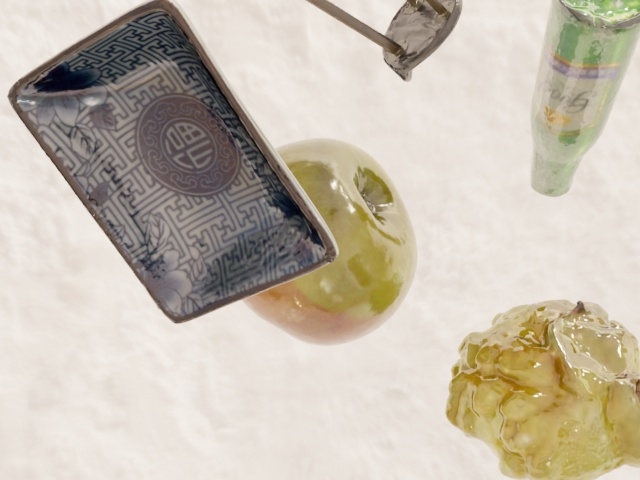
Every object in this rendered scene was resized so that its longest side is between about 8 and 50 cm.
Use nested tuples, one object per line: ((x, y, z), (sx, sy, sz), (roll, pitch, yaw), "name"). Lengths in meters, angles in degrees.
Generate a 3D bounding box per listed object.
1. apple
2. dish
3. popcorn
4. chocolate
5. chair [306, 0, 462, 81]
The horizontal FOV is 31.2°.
((0.000, 0.000, 1.312), (0.194, 0.261, 0.261), (-34, 83, 24), "apple")
((-0.106, -0.069, 0.915), (0.182, 0.080, 0.243), (-23, 110, 30), "dish")
((0.275, 0.165, 1.290), (0.266, 0.233, 0.192), (14, 115, 22), "popcorn")
((0.288, -0.165, 1.303), (0.110, 0.291, 0.110), (2, 50, -2), "chocolate")
((0.041, -0.227, 0.977), (0.221, 0.095, 0.104), (36, 66, -35), "chair")
